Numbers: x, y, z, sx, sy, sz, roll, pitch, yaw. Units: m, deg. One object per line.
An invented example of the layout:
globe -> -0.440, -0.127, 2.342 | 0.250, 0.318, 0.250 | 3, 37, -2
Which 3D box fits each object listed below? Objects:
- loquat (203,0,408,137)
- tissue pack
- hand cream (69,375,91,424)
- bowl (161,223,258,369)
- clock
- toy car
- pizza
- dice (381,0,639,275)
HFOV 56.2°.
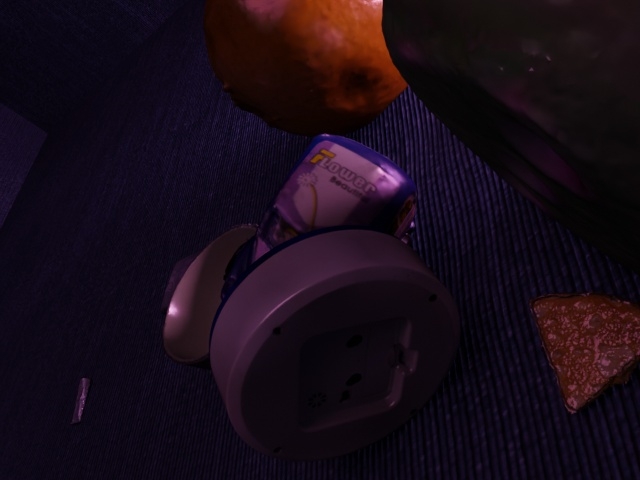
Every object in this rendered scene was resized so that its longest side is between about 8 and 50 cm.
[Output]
loquat -> -0.007, -0.309, 0.876 | 0.328, 0.328, 0.328 | -30, 41, 30
tissue pack -> -0.195, 0.063, 1.000 | 0.156, 0.051, 0.112 | -22, 42, 37
hand cream -> -0.445, 0.298, 1.117 | 0.030, 0.019, 0.093 | -24, 50, 32
bowl -> -0.107, 0.091, 0.818 | 0.211, 0.112, 0.211 | -29, 42, 30
clock -> 0.017, 0.102, 0.561 | 0.230, 0.230, 0.083 | -47, 39, 8
toy car -> 0.000, 0.000, 0.657 | 0.235, 0.172, 0.158 | -57, -10, -26
pizza -> 0.223, 0.095, 0.507 | 0.123, 0.026, 0.109 | 7, 68, 49
dice -> 0.255, -0.171, 0.438 | 0.318, 0.330, 0.322 | -49, 36, 7
